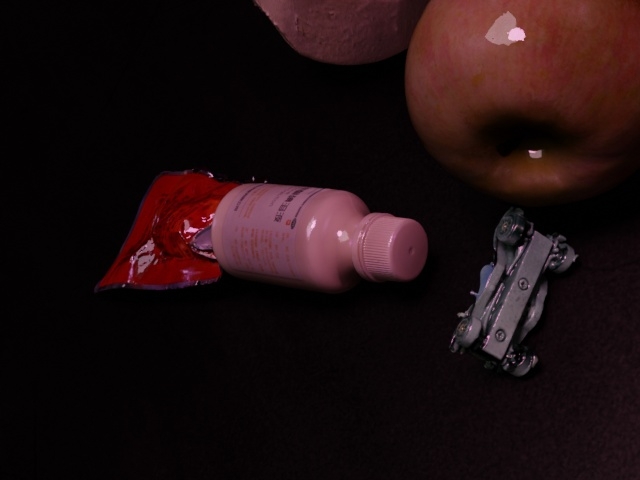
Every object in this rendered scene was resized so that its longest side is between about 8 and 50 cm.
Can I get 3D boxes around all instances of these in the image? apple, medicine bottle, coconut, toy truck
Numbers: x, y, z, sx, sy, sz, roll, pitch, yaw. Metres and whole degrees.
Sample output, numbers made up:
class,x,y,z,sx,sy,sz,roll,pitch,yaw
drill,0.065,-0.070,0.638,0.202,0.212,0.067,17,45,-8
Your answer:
class,x,y,z,sx,sy,sz,roll,pitch,yaw
apple,0.211,-0.164,1.174,0.256,0.257,0.234,-9,45,36
medicine bottle,0.000,0.000,1.339,0.252,0.114,0.114,8,68,43
coconut,0.024,-0.335,1.459,0.245,0.247,0.245,2,63,-4
toy truck,0.179,0.051,1.194,0.154,0.080,0.078,-66,18,-15

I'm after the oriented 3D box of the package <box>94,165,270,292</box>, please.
class,x,y,z,sx,sy,sz,roll,pitch,yaw
package,-0.175,-0.014,1.532,0.269,0.071,0.194,7,53,46
